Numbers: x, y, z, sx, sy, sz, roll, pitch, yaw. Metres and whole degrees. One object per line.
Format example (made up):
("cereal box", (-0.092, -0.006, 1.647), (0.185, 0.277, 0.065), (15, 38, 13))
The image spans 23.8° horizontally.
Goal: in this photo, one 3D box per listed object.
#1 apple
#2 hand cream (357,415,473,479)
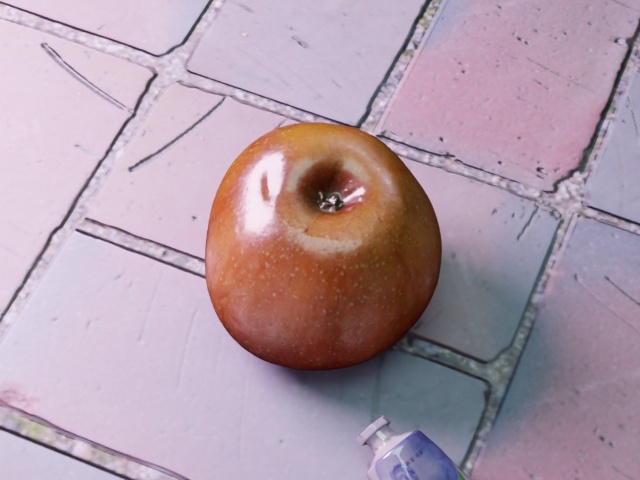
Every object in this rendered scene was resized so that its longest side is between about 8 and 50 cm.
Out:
("apple", (0.000, 0.000, 1.230), (0.201, 0.162, 0.201), (2, 51, -3))
("hand cream", (0.084, 0.195, 1.164), (0.084, 0.053, 0.142), (-35, 72, -26))
